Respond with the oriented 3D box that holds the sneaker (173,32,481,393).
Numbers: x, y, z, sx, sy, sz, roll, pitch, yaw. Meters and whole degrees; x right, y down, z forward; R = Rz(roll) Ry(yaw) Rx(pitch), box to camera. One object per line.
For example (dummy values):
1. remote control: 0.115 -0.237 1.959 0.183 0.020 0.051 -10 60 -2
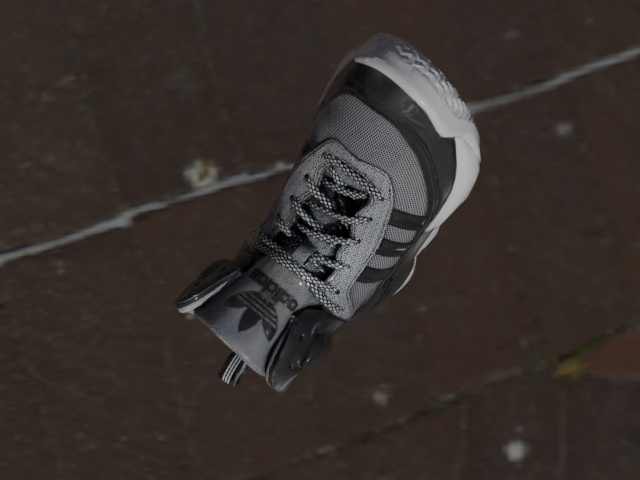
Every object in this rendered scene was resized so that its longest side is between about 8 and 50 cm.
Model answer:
1. sneaker: 0.000 0.000 1.156 0.101 0.268 0.153 39 62 11
